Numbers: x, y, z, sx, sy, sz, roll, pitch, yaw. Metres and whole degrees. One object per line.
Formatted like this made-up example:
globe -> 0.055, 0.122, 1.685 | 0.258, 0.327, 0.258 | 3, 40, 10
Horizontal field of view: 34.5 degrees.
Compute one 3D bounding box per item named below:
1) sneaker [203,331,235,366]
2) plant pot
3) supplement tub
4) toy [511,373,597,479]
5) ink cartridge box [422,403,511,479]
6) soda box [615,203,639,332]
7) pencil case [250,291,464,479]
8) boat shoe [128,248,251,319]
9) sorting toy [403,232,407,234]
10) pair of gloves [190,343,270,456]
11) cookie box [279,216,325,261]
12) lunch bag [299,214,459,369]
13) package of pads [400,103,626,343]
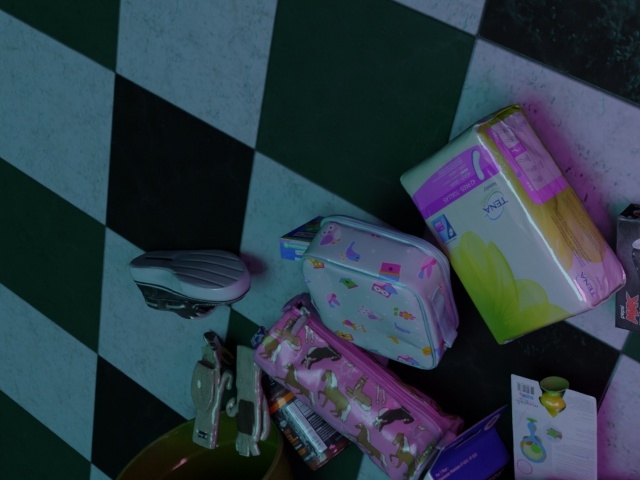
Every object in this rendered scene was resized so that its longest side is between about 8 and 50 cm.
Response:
sneaker -> -0.207, 0.219, 2.044 | 0.083, 0.031, 0.035 | 49, 134, 11
plant pot -> -0.178, 0.581, 2.011 | 0.366, 0.366, 0.353 | -1, 121, 41
supplement tub -> -0.031, 0.316, 1.892 | 0.198, 0.106, 0.106 | 52, 134, 8
toy -> 0.368, 0.310, 1.580 | 0.137, 0.056, 0.237 | 12, 125, 36
ink cartridge box -> 0.205, 0.436, 1.697 | 0.069, 0.176, 0.371 | 41, 132, 27
soda box -> 0.436, 0.040, 1.391 | 0.060, 0.053, 0.169 | 12, 119, 36
pencil case -> 0.064, 0.257, 1.748 | 0.386, 0.167, 0.160 | 39, 93, 19
boat shoe -> -0.236, 0.090, 1.962 | 0.335, 0.121, 0.119 | 8, 125, 50
sorting toy -> 0.115, 0.011, 1.646 | 0.042, 0.061, 0.102 | -9, 135, 26
pair of gloves -> -0.167, 0.296, 1.933 | 0.240, 0.042, 0.204 | -5, 86, 52
cookie box -> 0.000, 0.000, 1.704 | 0.092, 0.107, 0.040 | 10, 117, 37
lunch bag -> 0.101, 0.084, 1.588 | 0.224, 0.108, 0.279 | 15, 153, 23
package of pads -> 0.266, -0.019, 1.440 | 0.296, 0.101, 0.229 | 59, 150, 2
